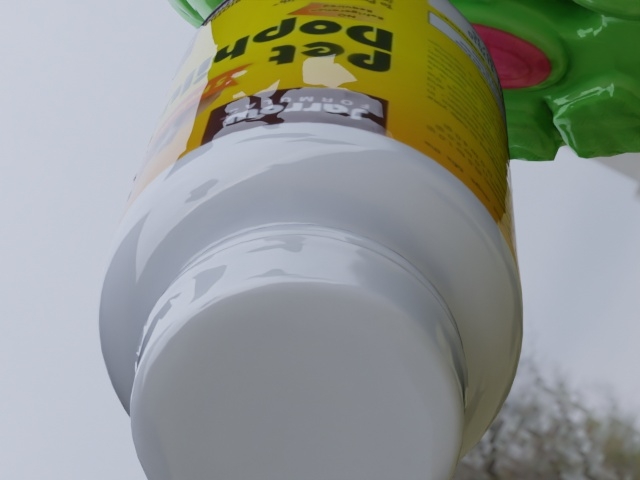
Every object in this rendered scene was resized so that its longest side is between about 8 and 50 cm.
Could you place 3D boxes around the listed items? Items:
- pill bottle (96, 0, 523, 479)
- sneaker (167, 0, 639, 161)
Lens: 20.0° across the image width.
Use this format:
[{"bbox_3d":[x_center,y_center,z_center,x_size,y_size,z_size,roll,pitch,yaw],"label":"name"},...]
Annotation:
[{"bbox_3d":[0.000,0.000,0.540,0.215,0.117,0.117,-83,12,-64],"label":"pill bottle"},{"bbox_3d":[0.131,-0.150,0.687,0.185,0.483,0.202,75,-153,-49],"label":"sneaker"}]
